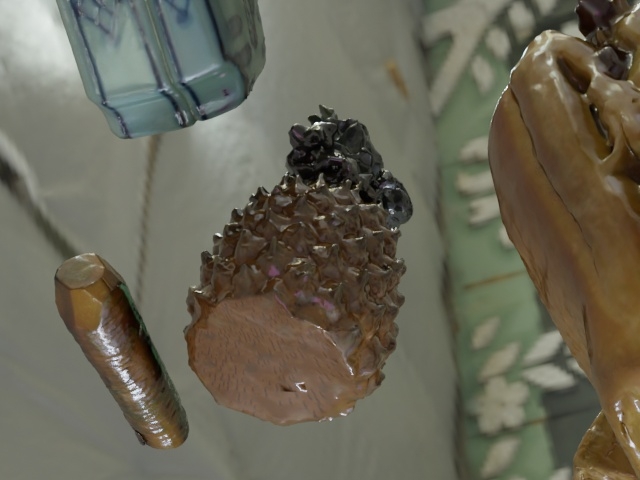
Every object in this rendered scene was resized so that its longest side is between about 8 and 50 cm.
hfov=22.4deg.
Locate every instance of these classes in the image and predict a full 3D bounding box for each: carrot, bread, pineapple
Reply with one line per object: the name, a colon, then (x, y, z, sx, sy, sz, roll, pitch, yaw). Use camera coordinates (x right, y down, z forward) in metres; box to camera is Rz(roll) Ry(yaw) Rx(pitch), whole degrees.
carrot: (-0.187, 0.113, 1.549, 0.260, 0.070, 0.070, 69, -165, -47)
bread: (0.365, 0.244, 1.756, 0.143, 0.158, 0.149, -59, -20, -25)
bread: (0.147, 0.032, 0.661, 0.235, 0.099, 0.210, 57, -169, -51)
pineapple: (0.002, 0.001, 1.635, 0.223, 0.223, 0.357, 62, -146, -35)

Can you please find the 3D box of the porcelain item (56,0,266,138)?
porcelain item: (-0.159, -0.263, 1.590, 0.281, 0.157, 0.286, -70, -35, -73)
